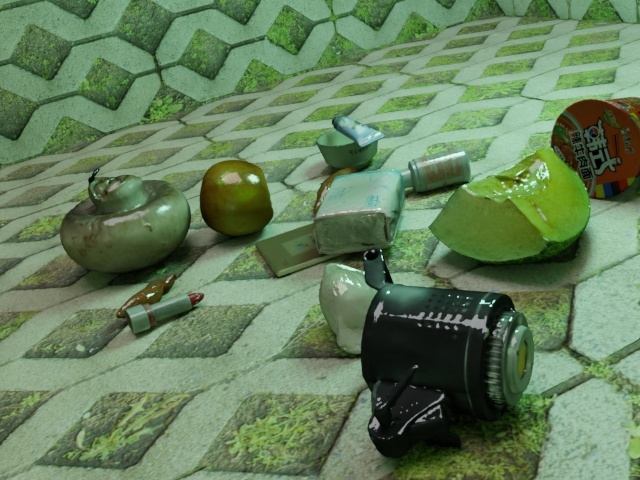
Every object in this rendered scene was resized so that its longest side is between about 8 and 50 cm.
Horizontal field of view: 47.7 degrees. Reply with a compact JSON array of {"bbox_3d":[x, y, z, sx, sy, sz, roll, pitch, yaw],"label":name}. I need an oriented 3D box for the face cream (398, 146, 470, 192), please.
[{"bbox_3d":[0.295,-0.189,2.066,0.251,0.101,0.101,-14,24,-1],"label":"face cream"}]

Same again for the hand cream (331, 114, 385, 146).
[{"bbox_3d":[0.110,-0.350,2.309,0.088,0.055,0.256,-25,33,-15],"label":"hand cream"}]

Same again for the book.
[{"bbox_3d":[0.000,0.000,1.903,0.310,0.021,0.217,-19,26,-13],"label":"book"}]

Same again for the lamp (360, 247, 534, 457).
[{"bbox_3d":[0.211,0.173,1.196,0.272,0.205,0.374,-11,41,17],"label":"lamp"}]

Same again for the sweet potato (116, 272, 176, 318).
[{"bbox_3d":[-0.424,0.141,1.778,0.055,0.058,0.202,-49,-4,37],"label":"sweet potato"}]

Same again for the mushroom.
[{"bbox_3d":[-0.544,-0.074,2.003,0.362,0.295,0.362,-11,22,5],"label":"mushroom"}]

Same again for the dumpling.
[{"bbox_3d":[0.080,0.125,1.482,0.166,0.126,0.216,-1,19,-12],"label":"dumpling"}]

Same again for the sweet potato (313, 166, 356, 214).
[{"bbox_3d":[0.042,-0.171,2.196,0.072,0.066,0.314,34,34,2],"label":"sweet potato"}]

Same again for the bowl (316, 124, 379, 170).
[{"bbox_3d":[0.097,-0.299,2.387,0.211,0.112,0.211,-10,26,5],"label":"bowl"}]

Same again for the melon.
[{"bbox_3d":[0.462,-0.084,1.638,0.343,0.226,0.331,-15,9,-38],"label":"melon"}]

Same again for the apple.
[{"bbox_3d":[-0.230,-0.117,2.050,0.207,0.237,0.237,3,26,3],"label":"apple"}]

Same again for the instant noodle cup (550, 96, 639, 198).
[{"bbox_3d":[0.739,-0.248,1.826,0.192,0.251,0.250,-20,24,-36],"label":"instant noodle cup"}]

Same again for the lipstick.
[{"bbox_3d":[-0.358,0.162,1.700,0.186,0.057,0.063,-18,24,-24],"label":"lipstick"}]

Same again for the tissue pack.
[{"bbox_3d":[0.104,-0.077,1.852,0.201,0.124,0.271,-8,26,18],"label":"tissue pack"}]
